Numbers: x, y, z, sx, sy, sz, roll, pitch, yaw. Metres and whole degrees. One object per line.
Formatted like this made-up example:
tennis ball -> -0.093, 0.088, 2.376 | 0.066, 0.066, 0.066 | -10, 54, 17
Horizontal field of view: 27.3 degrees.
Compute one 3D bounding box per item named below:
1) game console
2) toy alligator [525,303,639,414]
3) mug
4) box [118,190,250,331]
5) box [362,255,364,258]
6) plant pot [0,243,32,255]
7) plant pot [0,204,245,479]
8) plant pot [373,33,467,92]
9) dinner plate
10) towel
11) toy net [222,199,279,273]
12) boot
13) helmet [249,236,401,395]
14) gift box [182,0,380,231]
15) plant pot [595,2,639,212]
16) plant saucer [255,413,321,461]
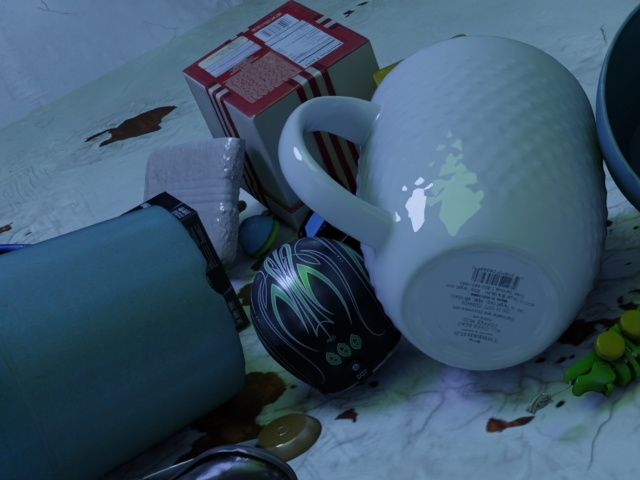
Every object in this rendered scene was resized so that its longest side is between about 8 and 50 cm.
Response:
game console -> 0.000, 0.000, 1.776 | 0.213, 0.044, 0.361 | -48, 11, 8
toy alligator -> 0.280, 0.125, 1.282 | 0.190, 0.056, 0.051 | -37, 65, -26
mug -> 0.130, -0.045, 1.425 | 0.328, 0.374, 0.276 | -82, 18, -53
box -> -0.185, 0.039, 1.782 | 0.078, 0.180, 0.147 | -30, 23, -15
box -> 0.086, 0.039, 1.666 | 0.059, 0.054, 0.169 | -24, 22, 4
plant pot -> -0.483, 0.130, 1.844 | 0.236, 0.235, 0.212 | -2, 25, 43
plant pot -> -0.288, 0.136, 1.530 | 0.334, 0.341, 0.341 | -24, 21, -19
plant pot -> 0.180, -0.165, 1.844 | 0.212, 0.187, 0.212 | -23, 22, 5
dinner plate -> -0.130, 0.244, 1.419 | 0.141, 0.017, 0.141 | -20, -9, -3
towel -> -0.194, -0.055, 1.991 | 0.049, 0.187, 0.282 | 5, -3, -33
toy net -> -0.139, -0.006, 2.029 | 0.122, 0.045, 0.232 | -57, 23, 0
boot -> -0.151, 0.322, 1.271 | 0.263, 0.091, 0.229 | -21, 28, 21
helmet -> -0.001, 0.077, 1.497 | 0.169, 0.161, 0.169 | -36, 14, 10
gift box -> -0.033, -0.195, 2.032 | 0.255, 0.258, 0.276 | -32, 38, -12
plant pot -> 0.426, -0.117, 1.429 | 0.290, 0.290, 0.195 | -29, -13, -10
plant saucer -> -0.040, 0.215, 1.458 | 0.083, 0.015, 0.083 | -21, 23, 9
